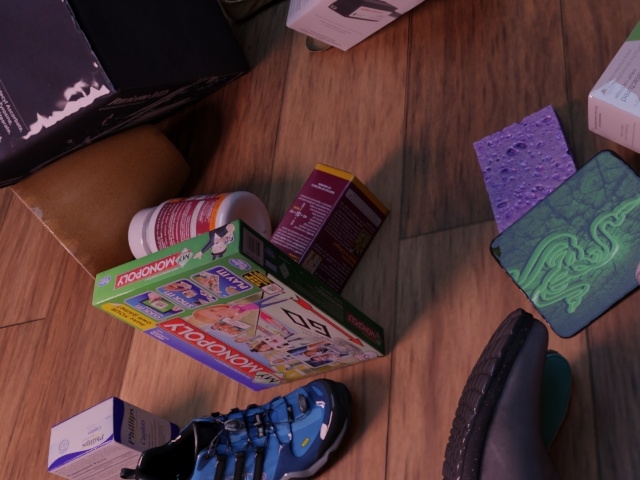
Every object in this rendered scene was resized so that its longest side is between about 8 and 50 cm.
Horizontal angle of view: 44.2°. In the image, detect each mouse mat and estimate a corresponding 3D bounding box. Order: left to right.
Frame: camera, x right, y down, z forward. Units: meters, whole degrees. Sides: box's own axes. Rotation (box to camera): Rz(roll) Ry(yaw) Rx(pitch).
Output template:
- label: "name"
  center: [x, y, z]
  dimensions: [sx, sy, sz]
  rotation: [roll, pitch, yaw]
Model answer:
- label: "mouse mat"
  center: [0.310, 0.003, 0.920]
  dimensions: [0.190, 0.007, 0.152]
  rotation: [-42, 62, 14]

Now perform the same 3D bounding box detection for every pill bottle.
- label: "pill bottle"
  center: [-0.197, -0.012, 1.266]
  dimensions: [0.221, 0.121, 0.121]
  rotation: [-3, 61, 35]

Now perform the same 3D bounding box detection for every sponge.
- label: "sponge"
  center: [0.275, -0.067, 1.010]
  dimensions: [0.117, 0.031, 0.210]
  rotation: [-25, 50, 23]

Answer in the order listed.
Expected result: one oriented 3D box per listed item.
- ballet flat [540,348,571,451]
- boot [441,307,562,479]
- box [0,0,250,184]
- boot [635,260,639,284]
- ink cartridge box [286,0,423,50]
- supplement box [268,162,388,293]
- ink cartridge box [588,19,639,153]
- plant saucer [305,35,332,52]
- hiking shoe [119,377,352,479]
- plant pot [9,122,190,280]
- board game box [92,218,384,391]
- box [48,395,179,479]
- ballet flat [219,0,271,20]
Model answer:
- label: "ballet flat"
  center: [0.198, 0.227, 0.849]
  dimensions: [0.241, 0.091, 0.077]
  rotation: [-64, 14, -20]
- label: "boot"
  center: [0.225, 0.251, 0.745]
  dimensions: [0.223, 0.118, 0.338]
  rotation: [17, 81, 6]
- label: "box"
  center: [-0.460, -0.305, 1.374]
  dimensions: [0.472, 0.297, 0.480]
  rotation: [-24, 6, 24]
- label: "boot"
  center: [0.412, 0.097, 0.754]
  dimensions: [0.258, 0.095, 0.123]
  rotation: [18, 67, 41]
- label: "ink cartridge box"
  center: [0.081, -0.464, 1.237]
  dimensions: [0.307, 0.129, 0.223]
  rotation: [-12, 65, 62]
- label: "supplement box"
  center: [0.000, 0.000, 1.122]
  dimensions: [0.081, 0.104, 0.188]
  rotation: [24, 78, 44]
- label: "ink cartridge box"
  center: [0.433, -0.155, 0.862]
  dimensions: [0.219, 0.092, 0.160]
  rotation: [32, 85, 26]
- label: "plant saucer"
  center: [0.011, -0.367, 1.414]
  dimensions: [0.083, 0.015, 0.083]
  rotation: [-20, 52, 27]
- label: "hiking shoe"
  center: [-0.099, 0.265, 1.005]
  dimensions: [0.304, 0.132, 0.113]
  rotation: [-34, 47, 14]
- label: "plant pot"
  center: [-0.364, -0.083, 1.388]
  dimensions: [0.254, 0.237, 0.237]
  rotation: [-44, 44, -15]
- label: "board game box"
  center: [-0.088, 0.096, 0.977]
  dimensions: [0.214, 0.317, 0.046]
  rotation: [-21, 53, 26]
- label: "box"
  center: [-0.292, 0.295, 1.127]
  dimensions: [0.126, 0.137, 0.072]
  rotation: [-28, 48, 20]
- label: "ballet flat"
  center: [-0.100, -0.512, 1.550]
  dimensions: [0.232, 0.073, 0.080]
  rotation: [-28, 49, 19]
